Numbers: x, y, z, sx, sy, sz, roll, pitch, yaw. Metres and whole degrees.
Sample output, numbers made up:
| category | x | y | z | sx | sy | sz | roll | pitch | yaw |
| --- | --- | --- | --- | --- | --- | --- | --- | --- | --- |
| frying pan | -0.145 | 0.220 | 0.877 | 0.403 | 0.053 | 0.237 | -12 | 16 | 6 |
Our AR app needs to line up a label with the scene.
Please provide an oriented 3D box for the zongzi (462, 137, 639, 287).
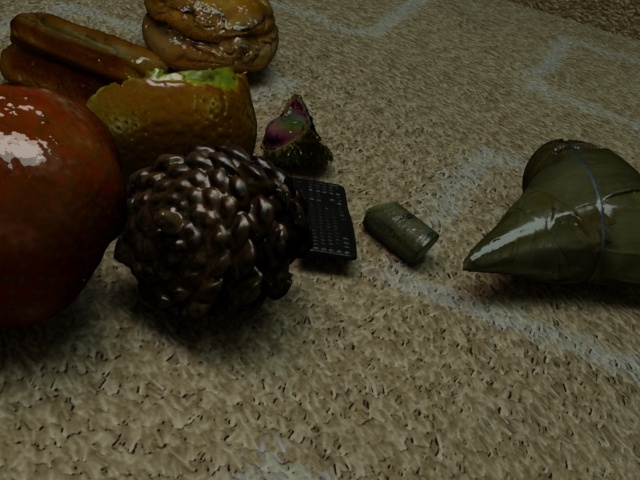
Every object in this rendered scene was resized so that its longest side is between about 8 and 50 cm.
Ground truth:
| category | x | y | z | sx | sy | sz | roll | pitch | yaw |
| --- | --- | --- | --- | --- | --- | --- | --- | --- | --- |
| zongzi | 0.356 | -0.055 | 1.401 | 0.393 | 0.174 | 0.356 | -3 | 30 | -14 |

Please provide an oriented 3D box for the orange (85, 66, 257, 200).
| category | x | y | z | sx | sy | sz | roll | pitch | yaw |
| --- | --- | --- | --- | --- | --- | --- | --- | --- | --- |
| orange | -0.223 | -0.150 | 1.267 | 0.262 | 0.196 | 0.334 | -5 | 7 | -5 |

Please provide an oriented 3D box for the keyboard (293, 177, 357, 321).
| category | x | y | z | sx | sy | sz | roll | pitch | yaw |
| --- | --- | --- | --- | --- | --- | --- | --- | --- | --- |
| keyboard | 0.003 | -0.011 | 1.307 | 0.103 | 0.041 | 0.381 | 8 | 32 | -7 |

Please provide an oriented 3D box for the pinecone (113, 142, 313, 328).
| category | x | y | z | sx | sy | sz | roll | pitch | yaw |
| --- | --- | --- | --- | --- | --- | --- | --- | --- | --- |
| pinecone | -0.120 | -0.012 | 1.090 | 0.257 | 0.243 | 0.243 | -9 | 37 | -39 |

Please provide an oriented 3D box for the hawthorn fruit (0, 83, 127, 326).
| category | x | y | z | sx | sy | sz | roll | pitch | yaw |
| --- | --- | --- | --- | --- | --- | --- | --- | --- | --- |
| hawthorn fruit | -0.407 | -0.057 | 0.968 | 0.369 | 0.285 | 0.285 | 16 | 30 | -17 |

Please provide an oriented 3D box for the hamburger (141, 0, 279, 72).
| category | x | y | z | sx | sy | sz | roll | pitch | yaw |
| --- | --- | --- | --- | --- | --- | --- | --- | --- | --- |
| hamburger | -0.229 | -0.454 | 1.803 | 0.289 | 0.170 | 0.314 | 3 | 34 | -11 |

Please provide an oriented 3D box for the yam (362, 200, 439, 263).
| category | x | y | z | sx | sy | sz | roll | pitch | yaw |
| --- | --- | --- | --- | --- | --- | --- | --- | --- | --- |
| yam | 0.124 | -0.019 | 1.341 | 0.069 | 0.070 | 0.146 | -14 | 42 | -37 |

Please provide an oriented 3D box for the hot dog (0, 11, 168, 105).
| category | x | y | z | sx | sy | sz | roll | pitch | yaw |
| --- | --- | --- | --- | --- | --- | --- | --- | --- | --- |
| hot dog | -0.414 | -0.298 | 1.512 | 0.348 | 0.158 | 0.117 | 23 | 14 | 22 |

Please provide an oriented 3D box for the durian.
| category | x | y | z | sx | sy | sz | roll | pitch | yaw |
| --- | --- | --- | --- | --- | --- | --- | --- | --- | --- |
| durian | -0.049 | -0.171 | 1.517 | 0.108 | 0.119 | 0.187 | -28 | 33 | 5 |
